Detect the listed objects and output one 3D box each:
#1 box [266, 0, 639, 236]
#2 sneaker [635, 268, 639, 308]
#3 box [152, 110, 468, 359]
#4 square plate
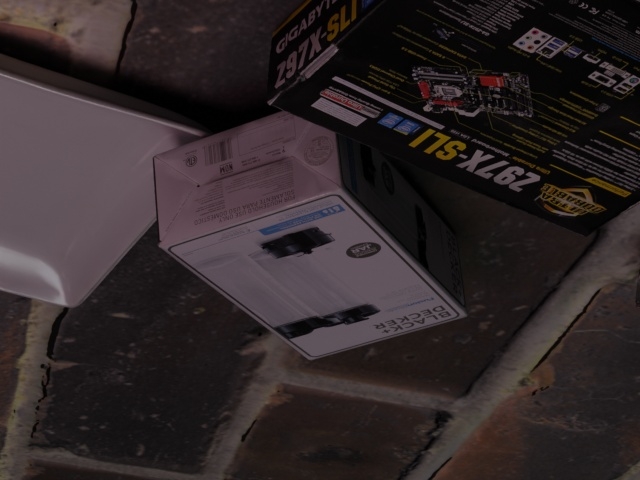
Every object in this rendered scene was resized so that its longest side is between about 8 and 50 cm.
[{"bbox_3d":[0.162,-0.133,1.131,0.322,0.079,0.257,20,147,-26],"label":"box"},{"bbox_3d":[0.376,0.063,1.453,0.118,0.083,0.222,10,161,26],"label":"sneaker"},{"bbox_3d":[0.000,0.000,1.307,0.169,0.087,0.290,-17,151,18],"label":"box"},{"bbox_3d":[-0.308,-0.069,1.306,0.347,0.049,0.344,18,146,-23],"label":"square plate"}]
